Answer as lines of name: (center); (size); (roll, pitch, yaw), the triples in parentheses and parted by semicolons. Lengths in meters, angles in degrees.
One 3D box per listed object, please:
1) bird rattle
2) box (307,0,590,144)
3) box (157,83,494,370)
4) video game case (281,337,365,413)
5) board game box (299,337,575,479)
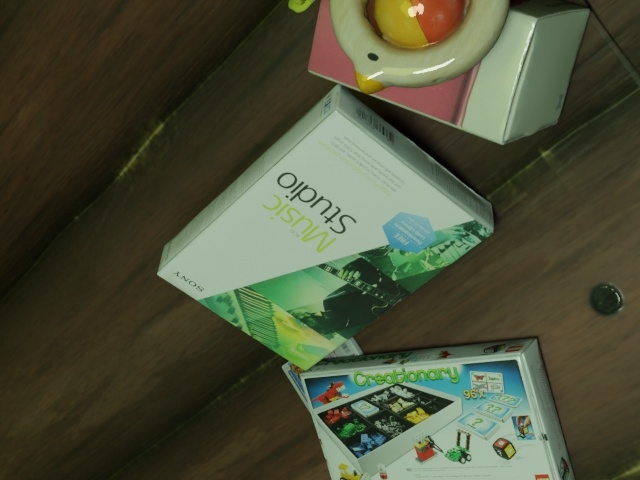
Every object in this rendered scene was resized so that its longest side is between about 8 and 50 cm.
bird rattle: (0.091, -0.241, 0.961); (0.253, 0.143, 0.207); (-15, 83, 6)
box: (0.128, -0.202, 1.078); (0.232, 0.148, 0.127); (24, 116, 26)
box: (0.000, 0.000, 1.204); (0.232, 0.058, 0.322); (35, 127, -22)
video game case: (0.013, 0.171, 1.363); (0.122, 0.011, 0.087); (-37, 83, 36)
board game box: (0.133, 0.226, 1.263); (0.305, 0.053, 0.193); (-10, 102, 35)
